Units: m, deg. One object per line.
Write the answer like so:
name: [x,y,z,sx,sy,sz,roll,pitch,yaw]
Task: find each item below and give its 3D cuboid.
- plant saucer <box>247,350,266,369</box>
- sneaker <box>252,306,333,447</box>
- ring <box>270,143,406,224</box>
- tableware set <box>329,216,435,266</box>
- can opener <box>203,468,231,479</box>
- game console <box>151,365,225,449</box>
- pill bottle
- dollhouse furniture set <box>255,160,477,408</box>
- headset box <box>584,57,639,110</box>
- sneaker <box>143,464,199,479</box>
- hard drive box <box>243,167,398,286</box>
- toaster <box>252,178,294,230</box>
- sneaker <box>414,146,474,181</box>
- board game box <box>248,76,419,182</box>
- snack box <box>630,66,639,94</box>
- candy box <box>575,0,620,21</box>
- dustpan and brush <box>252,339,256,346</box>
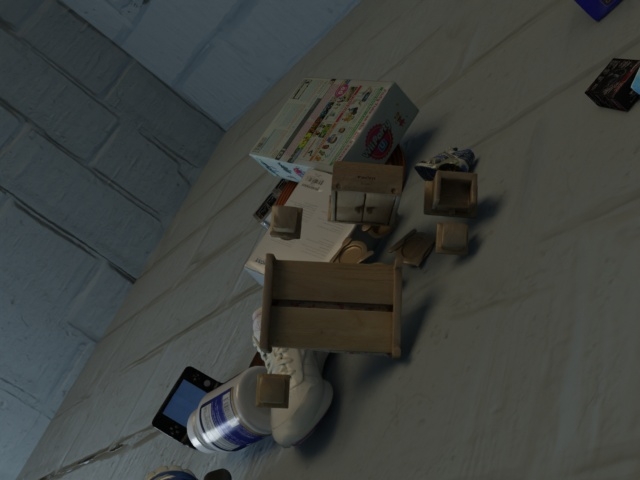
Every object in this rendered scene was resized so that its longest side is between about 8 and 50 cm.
plant saucer: [-0.077,0.213,1.443,0.168,0.029,0.168,-45,20,21]
sneaker: [-0.058,0.192,1.234,0.114,0.152,0.305,-42,22,24]
ring: [0.024,-0.096,1.607,0.336,0.032,0.336,-27,40,25]
tableware set: [0.097,0.016,1.286,0.141,0.020,0.169,-42,39,-7]
can opener: [-0.125,0.425,1.116,0.093,0.074,0.280,-18,19,-5]
game console: [-0.256,0.331,1.580,0.144,0.124,0.085,-59,-8,-21]
pill bottle: [-0.141,0.290,1.317,0.187,0.112,0.112,-36,24,42]
dollhouse furniture set: [0.073,0.081,1.180,0.174,0.303,0.355,86,-172,-76]
headset box: [0.401,-0.208,1.052,0.062,0.032,0.083,-51,18,5]
sneaker: [-0.273,0.501,1.156,0.330,0.130,0.147,-66,15,-5]
hard drive box: [0.000,0.000,1.437,0.181,0.089,0.232,20,70,40]
toaster: [-0.061,-0.077,1.831,0.168,0.110,0.186,-53,18,2]
sneaker: [0.216,-0.129,1.353,0.058,0.052,0.135,-48,23,-20]
board game box: [0.021,-0.220,1.620,0.303,0.097,0.224,19,72,52]
snack box: [0.460,-0.206,0.719,0.187,0.060,0.322,-64,28,-2]
candy box: [0.414,-0.551,1.210,0.268,0.317,0.122,-43,20,26]
dustpan and brush: [-0.085,0.127,1.551,0.147,0.060,0.211,55,137,45]
